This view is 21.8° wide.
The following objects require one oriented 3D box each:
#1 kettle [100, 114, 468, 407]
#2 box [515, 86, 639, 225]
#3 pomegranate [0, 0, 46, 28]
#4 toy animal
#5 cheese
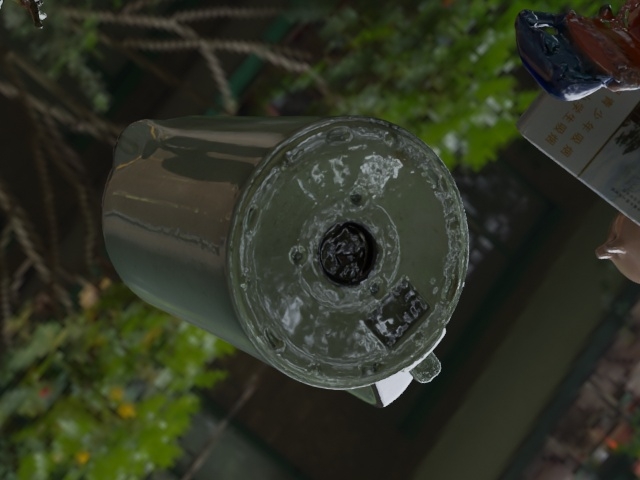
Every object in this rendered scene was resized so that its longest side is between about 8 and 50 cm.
[{"bbox_3d":[-0.024,0.028,1.693,0.250,0.361,0.376,-49,-155,-15],"label":"kettle"},{"bbox_3d":[0.361,-0.116,1.913,0.149,0.233,0.067,-51,-172,15],"label":"box"},{"bbox_3d":[-0.414,-0.319,1.998,0.148,0.169,0.148,-177,-90,-85],"label":"pomegranate"},{"bbox_3d":[0.526,-0.016,2.460,0.248,0.149,0.165,-9,-178,-10],"label":"toy animal"},{"bbox_3d":[0.330,-0.171,1.514,0.217,0.329,0.129,59,-38,42],"label":"cheese"}]
